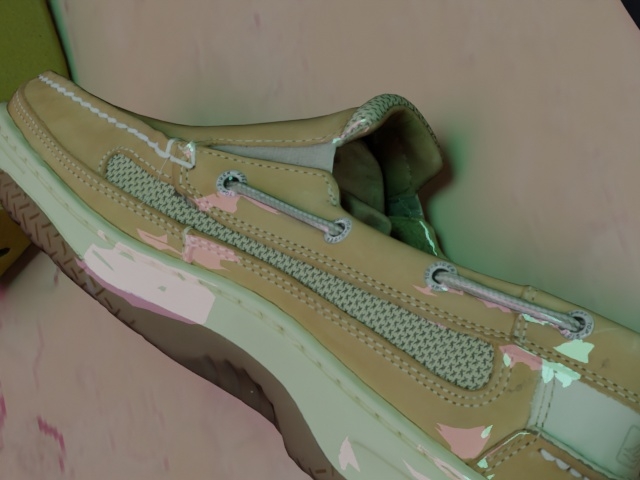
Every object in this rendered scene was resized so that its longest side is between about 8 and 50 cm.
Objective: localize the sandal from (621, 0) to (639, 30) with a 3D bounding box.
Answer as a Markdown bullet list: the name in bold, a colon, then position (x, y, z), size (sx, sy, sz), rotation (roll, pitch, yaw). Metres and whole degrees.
- **sandal**: position (0.062, -0.107, 0.363), size (0.097, 0.054, 0.254), rotation (-50, 52, 31)

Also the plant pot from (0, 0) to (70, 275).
- **plant pot**: position (-0.116, -0.028, 0.531), size (0.081, 0.081, 0.083), rotation (-42, 67, 36)

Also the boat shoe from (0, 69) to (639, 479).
- **boat shoe**: position (0.000, 0.000, 0.420), size (0.190, 0.068, 0.072), rotation (35, 98, 33)
